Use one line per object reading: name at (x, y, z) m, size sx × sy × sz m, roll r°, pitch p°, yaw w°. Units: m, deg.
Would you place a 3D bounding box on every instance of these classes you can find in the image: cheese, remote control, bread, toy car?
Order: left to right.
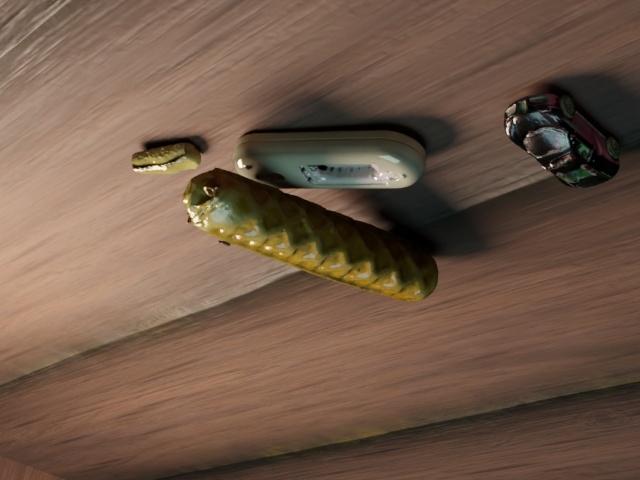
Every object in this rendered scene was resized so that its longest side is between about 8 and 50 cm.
cheese at (-0.174, -0.090, 1.373) m, size 0.083 × 0.030 × 0.044 m, roll -8°, pitch 169°, yaw 25°
bread at (0.000, -0.001, 1.375) m, size 0.367 × 0.077 × 0.084 m, roll 22°, pitch 150°, yaw -39°
remote control at (0.006, -0.084, 1.300) m, size 0.221 × 0.042 × 0.078 m, roll 0°, pitch 152°, yaw 24°
toy car at (0.236, -0.093, 1.182) m, size 0.069 × 0.055 × 0.142 m, roll -19°, pitch 142°, yaw 39°
